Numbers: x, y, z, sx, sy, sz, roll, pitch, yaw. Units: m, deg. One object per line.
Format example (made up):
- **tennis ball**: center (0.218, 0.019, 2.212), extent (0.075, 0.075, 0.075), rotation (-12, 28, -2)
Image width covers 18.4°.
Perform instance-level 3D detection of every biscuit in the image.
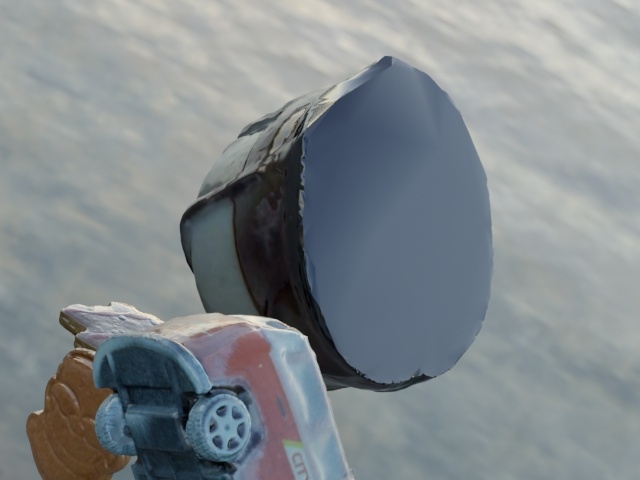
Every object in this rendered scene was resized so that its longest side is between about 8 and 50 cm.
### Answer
- **biscuit**: center (-0.183, 0.141, 1.517), extent (0.019, 0.130, 0.102), rotation (-3, 50, -48)
- **biscuit**: center (-0.165, 0.093, 1.718), extent (0.119, 0.019, 0.130), rotation (10, 29, -22)

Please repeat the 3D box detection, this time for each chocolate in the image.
- **chocolate**: center (0.000, 0.000, 1.669), extent (0.186, 0.283, 0.284), rotation (-4, 4, 37)

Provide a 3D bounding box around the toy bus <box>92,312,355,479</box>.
- **toy bus**: center (-0.042, 0.165, 1.192), extent (0.120, 0.265, 0.121), rotation (-25, 13, -37)
